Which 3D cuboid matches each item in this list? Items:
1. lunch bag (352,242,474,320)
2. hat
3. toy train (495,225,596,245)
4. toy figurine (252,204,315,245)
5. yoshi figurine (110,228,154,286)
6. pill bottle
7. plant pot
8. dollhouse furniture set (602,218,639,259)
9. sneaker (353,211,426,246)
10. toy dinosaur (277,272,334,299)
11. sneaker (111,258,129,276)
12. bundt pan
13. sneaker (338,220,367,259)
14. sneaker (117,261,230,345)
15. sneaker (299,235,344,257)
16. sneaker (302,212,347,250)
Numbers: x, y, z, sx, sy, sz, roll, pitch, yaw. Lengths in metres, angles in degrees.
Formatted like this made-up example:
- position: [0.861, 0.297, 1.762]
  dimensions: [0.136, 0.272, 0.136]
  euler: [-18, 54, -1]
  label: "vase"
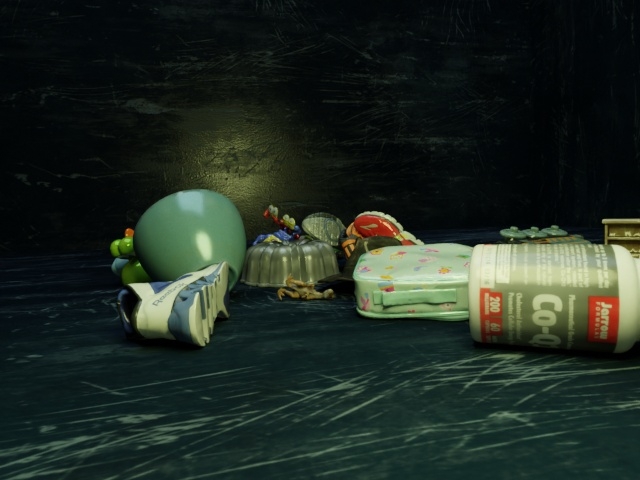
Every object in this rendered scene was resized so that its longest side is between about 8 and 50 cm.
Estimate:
- position: [0.205, 0.090, 1.003]
  dimensions: [0.278, 0.108, 0.224]
  euler: [-3, 18, 14]
  label: "lunch bag"
- position: [0.153, 0.054, 1.292]
  dimensions: [0.330, 0.134, 0.331]
  euler: [1, 0, 0]
  label: "hat"
- position: [0.675, 0.040, 1.402]
  dimensions: [0.333, 0.143, 0.190]
  euler: [-2, 16, -24]
  label: "toy train"
- position: [-0.137, 0.051, 1.778]
  dimensions: [0.362, 0.217, 0.191]
  euler: [34, -17, 35]
  label: "toy figurine"
- position: [-0.476, 0.088, 1.432]
  dimensions: [0.203, 0.204, 0.362]
  euler: [47, 14, 27]
  label: "yoshi figurine"
- position: [0.381, 0.086, 0.718]
  dimensions: [0.282, 0.162, 0.161]
  euler: [0, 5, 25]
  label: "pill bottle"
- position: [-0.308, 0.044, 1.199]
  dimensions: [0.289, 0.291, 0.195]
  euler: [-5, 41, -33]
  label: "plant pot"
- position: [0.771, 0.031, 1.201]
  dimensions: [0.212, 0.161, 0.242]
  euler: [1, 6, 37]
  label: "dollhouse furniture set"
- position: [0.216, 0.013, 1.451]
  dimensions: [0.278, 0.107, 0.118]
  euler: [33, 52, 11]
  label: "sneaker"
- position: [-0.059, 0.126, 1.200]
  dimensions: [0.112, 0.064, 0.211]
  euler: [18, -2, -44]
  label: "toy dinosaur"
- position: [-0.632, 0.070, 1.683]
  dimensions: [0.149, 0.136, 0.366]
  euler: [-17, -4, 0]
  label: "sneaker"
- position: [-0.095, 0.063, 1.512]
  dimensions: [0.330, 0.124, 0.331]
  euler: [-2, 5, 0]
  label: "bundt pan"
- position: [0.186, 0.001, 1.605]
  dimensions: [0.124, 0.180, 0.321]
  euler: [-40, -20, 33]
  label: "sneaker"
- position: [-0.286, 0.115, 0.921]
  dimensions: [0.182, 0.128, 0.315]
  euler: [0, 6, 1]
  label: "sneaker"
- position: [0.000, 0.000, 2.109]
  dimensions: [0.134, 0.147, 0.343]
  euler: [-5, 5, -30]
  label: "sneaker"
- position: [0.054, -0.009, 1.671]
  dimensions: [0.296, 0.111, 0.129]
  euler: [22, -22, -29]
  label: "sneaker"
